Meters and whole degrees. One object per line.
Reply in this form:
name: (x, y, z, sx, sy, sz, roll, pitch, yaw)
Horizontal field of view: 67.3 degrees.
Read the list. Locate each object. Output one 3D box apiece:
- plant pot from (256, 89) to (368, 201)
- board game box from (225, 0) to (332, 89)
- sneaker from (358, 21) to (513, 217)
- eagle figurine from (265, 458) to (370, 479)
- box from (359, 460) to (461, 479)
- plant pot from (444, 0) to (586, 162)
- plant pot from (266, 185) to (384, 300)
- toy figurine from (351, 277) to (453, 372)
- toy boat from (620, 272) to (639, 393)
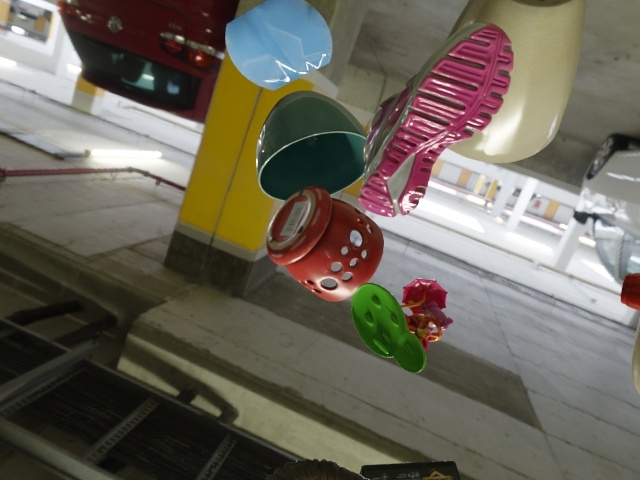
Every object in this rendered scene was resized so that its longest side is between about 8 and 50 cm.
plant pot: (-0.031, -0.254, 1.197, 0.290, 0.290, 0.195, 7, -122, -43)
board game box: (-0.066, -0.321, 0.766, 0.133, 0.169, 0.033, 47, -144, -42)
sneaker: (0.120, -0.152, 0.583, 0.103, 0.252, 0.111, 20, -143, -25)
eagle figurine: (0.054, 0.484, 0.744, 0.298, 0.226, 0.225, 39, -127, -10)
box: (0.275, 0.784, 1.351, 0.296, 0.073, 0.293, 2, -140, -7)
plant pot: (0.311, -0.312, 0.786, 0.256, 0.256, 0.274, 24, 159, 15)
plant pot: (0.000, 0.000, 0.945, 0.174, 0.191, 0.191, 35, -175, -30)
toy figurine: (0.168, 0.128, 0.830, 0.159, 0.130, 0.173, -16, -135, -35)
toy boat: (0.529, 0.116, 0.670, 0.148, 0.267, 0.318, 14, 173, 43)
